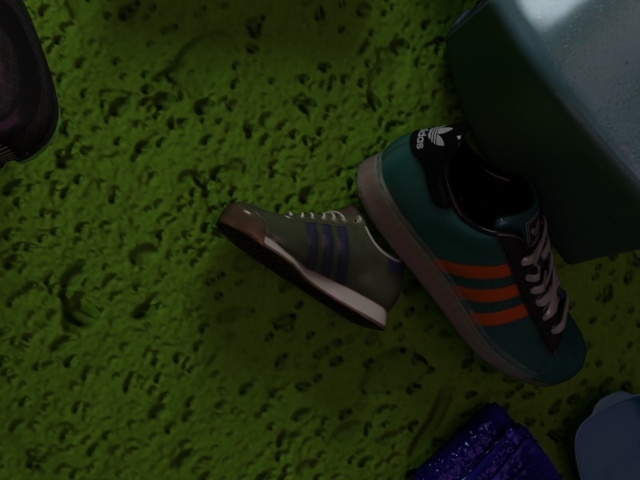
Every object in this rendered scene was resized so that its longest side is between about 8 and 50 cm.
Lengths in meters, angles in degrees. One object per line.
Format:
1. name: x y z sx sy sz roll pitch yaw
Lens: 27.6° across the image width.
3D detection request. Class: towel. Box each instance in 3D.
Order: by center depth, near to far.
1. towel: 0.129 0.338 1.264 0.308 0.076 0.227 -41 110 -14

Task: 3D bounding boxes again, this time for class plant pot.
1. plant pot: 0.261 -0.160 1.181 0.252 0.247 0.248 45 78 -3

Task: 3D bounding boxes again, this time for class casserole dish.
1. casserole dish: 0.313 0.241 1.355 0.114 0.037 0.188 -22 106 -20

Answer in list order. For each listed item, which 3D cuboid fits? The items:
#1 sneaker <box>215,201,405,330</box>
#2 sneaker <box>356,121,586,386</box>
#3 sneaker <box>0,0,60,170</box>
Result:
1. sneaker: 0.000 0.000 1.177 0.192 0.064 0.086 35 75 -24
2. sneaker: 0.169 0.017 1.201 0.302 0.121 0.108 46 40 -21
3. sneaker: -0.334 -0.258 0.916 0.185 0.202 0.483 -31 107 -17
